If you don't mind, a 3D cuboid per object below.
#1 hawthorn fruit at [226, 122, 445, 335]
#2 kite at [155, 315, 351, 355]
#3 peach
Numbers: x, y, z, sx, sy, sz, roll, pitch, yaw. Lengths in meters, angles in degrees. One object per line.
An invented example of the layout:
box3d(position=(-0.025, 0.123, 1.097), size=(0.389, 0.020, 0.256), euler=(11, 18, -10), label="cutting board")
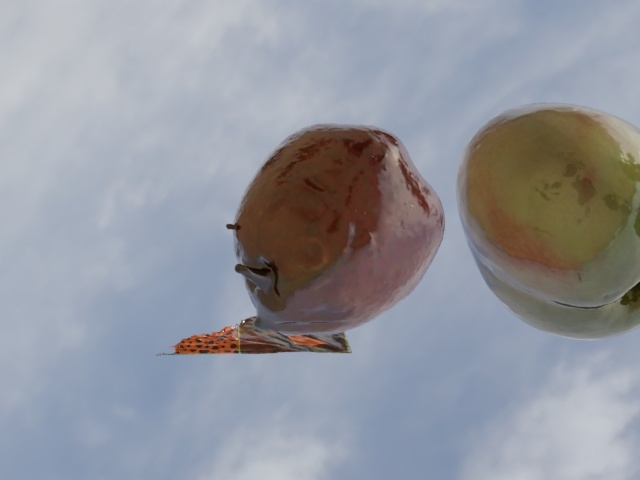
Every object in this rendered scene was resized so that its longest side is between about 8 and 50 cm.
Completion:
box3d(position=(0.000, 0.000, 0.516), size=(0.081, 0.081, 0.093), euler=(3, -143, 46), label="hawthorn fruit")
box3d(position=(-0.020, 0.082, 1.146), size=(0.125, 0.222, 0.008), euler=(18, -65, 37), label="kite")
box3d(position=(0.278, -0.027, 1.490), size=(0.247, 0.292, 0.292), euler=(-52, -142, 1), label="peach")
